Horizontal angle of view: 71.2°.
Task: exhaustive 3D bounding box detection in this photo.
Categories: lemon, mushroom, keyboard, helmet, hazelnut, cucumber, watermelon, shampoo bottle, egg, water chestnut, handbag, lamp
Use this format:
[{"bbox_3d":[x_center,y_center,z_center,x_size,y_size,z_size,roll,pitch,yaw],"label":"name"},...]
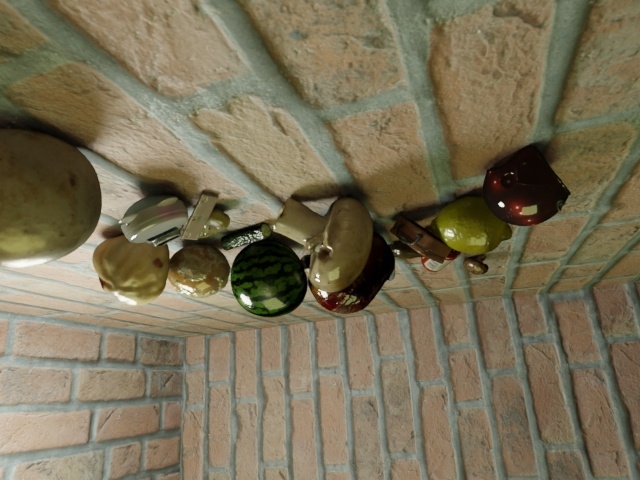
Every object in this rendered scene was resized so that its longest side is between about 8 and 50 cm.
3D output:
[{"bbox_3d":[0.465,-0.050,1.389,0.248,0.184,0.184,7,167,24],"label":"lemon"},{"bbox_3d":[0.718,0.117,2.061,0.126,0.085,0.109,20,151,-38],"label":"mushroom"},{"bbox_3d":[-0.350,-0.069,1.286,0.055,0.017,0.166,7,128,-41],"label":"keyboard"},{"bbox_3d":[0.537,-0.134,1.177,0.215,0.193,0.189,19,-179,40],"label":"helmet"},{"bbox_3d":[-0.630,0.080,1.527,0.260,0.261,0.241,-13,-169,25],"label":"hazelnut"},{"bbox_3d":[-0.255,-0.014,1.531,0.187,0.058,0.058,-16,158,26],"label":"cucumber"},{"bbox_3d":[-0.637,-0.101,0.962,0.297,0.298,0.290,12,-168,-39],"label":"mushroom"},{"bbox_3d":[-0.188,0.138,1.637,0.284,0.286,0.285,-4,161,-1],"label":"watermelon"},{"bbox_3d":[0.487,0.041,1.761,0.104,0.105,0.278,-2,161,-7],"label":"shampoo bottle"},{"bbox_3d":[-0.447,0.108,1.631,0.244,0.204,0.203,2,164,18],"label":"egg"},{"bbox_3d":[0.089,0.086,1.611,0.302,0.350,0.350,43,149,-5],"label":"water chestnut"},{"bbox_3d":[0.328,-0.006,1.482,0.151,0.193,0.072,20,108,-44],"label":"handbag"},{"bbox_3d":[0.000,0.000,1.323,0.289,0.293,0.292,18,157,-9],"label":"mushroom"},{"bbox_3d":[-0.463,-0.061,1.258,0.179,0.108,0.246,-22,170,-12],"label":"lamp"}]

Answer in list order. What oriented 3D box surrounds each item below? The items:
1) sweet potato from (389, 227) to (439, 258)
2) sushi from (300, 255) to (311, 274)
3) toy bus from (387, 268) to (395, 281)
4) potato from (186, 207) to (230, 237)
[{"bbox_3d":[0.362,0.017,1.729,0.112,0.085,0.285,47,149,-23],"label":"sweet potato"},{"bbox_3d":[-0.021,0.112,1.907,0.150,0.078,0.090,15,153,-42],"label":"sushi"},{"bbox_3d":[0.224,0.127,1.939,0.209,0.126,0.136,-10,169,16],"label":"toy bus"},{"bbox_3d":[-0.340,-0.057,1.355,0.137,0.070,0.092,-20,139,12],"label":"potato"}]
